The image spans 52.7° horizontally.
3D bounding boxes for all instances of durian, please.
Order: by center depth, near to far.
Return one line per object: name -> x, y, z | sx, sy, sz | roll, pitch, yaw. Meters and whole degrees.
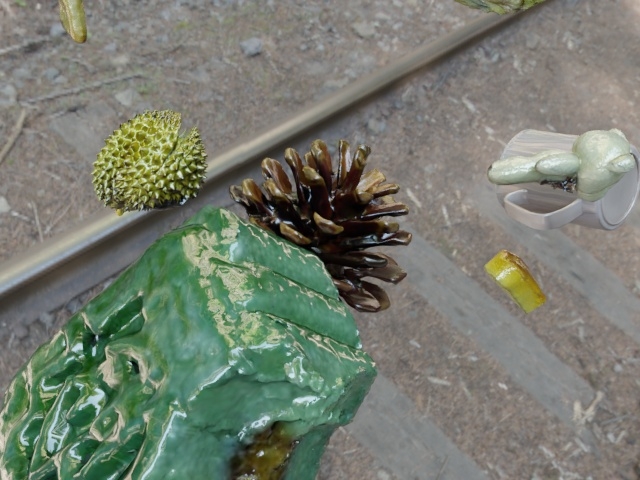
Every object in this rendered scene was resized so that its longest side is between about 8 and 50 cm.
durian -> -0.307, -0.112, 1.190 | 0.138, 0.237, 0.193 | 48, 32, 20

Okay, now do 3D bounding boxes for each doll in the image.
doll -> 0.481, -0.137, 1.312 | 0.278, 0.149, 0.175 | -5, 33, 17

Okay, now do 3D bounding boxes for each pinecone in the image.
pinecone -> -0.007, -0.004, 0.807 | 0.264, 0.264, 0.264 | 11, 51, -13

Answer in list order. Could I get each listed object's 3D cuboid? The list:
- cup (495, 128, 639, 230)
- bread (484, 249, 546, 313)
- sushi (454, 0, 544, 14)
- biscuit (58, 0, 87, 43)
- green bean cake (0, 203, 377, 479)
cup -> 0.560, -0.144, 1.514 | 0.288, 0.208, 0.273 | -6, 18, -40
bread -> 0.525, 0.111, 1.721 | 0.245, 0.094, 0.102 | 40, 15, -42
sushi -> 0.270, -0.446, 1.054 | 0.139, 0.131, 0.291 | 21, 20, -23
biscuit -> -0.224, -0.221, 0.572 | 0.018, 0.081, 0.083 | -13, 31, -22
green bean cake -> -0.105, 0.167, 0.490 | 0.169, 0.308, 0.300 | 30, 27, -46
